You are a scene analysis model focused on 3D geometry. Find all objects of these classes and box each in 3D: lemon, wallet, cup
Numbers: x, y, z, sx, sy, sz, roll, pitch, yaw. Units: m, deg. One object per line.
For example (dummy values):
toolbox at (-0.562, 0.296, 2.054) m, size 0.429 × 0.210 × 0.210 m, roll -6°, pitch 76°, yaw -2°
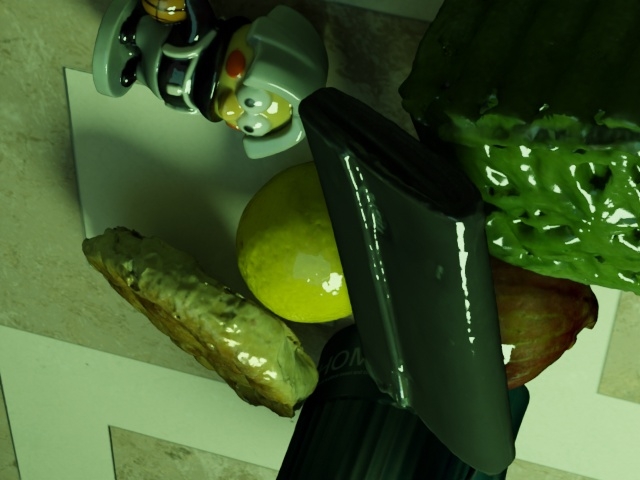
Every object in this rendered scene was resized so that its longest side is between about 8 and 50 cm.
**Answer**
lemon at (0.000, 0.000, 1.718) m, size 0.178 × 0.178 × 0.203 m, roll 39°, pitch 140°, yaw -16°
wallet at (0.090, 0.049, 1.519) m, size 0.228 × 0.062 × 0.406 m, roll 38°, pitch 155°, yaw 36°
cup at (0.099, 0.284, 1.873) m, size 0.308 × 0.292 × 0.242 m, roll 3°, pitch 134°, yaw 23°

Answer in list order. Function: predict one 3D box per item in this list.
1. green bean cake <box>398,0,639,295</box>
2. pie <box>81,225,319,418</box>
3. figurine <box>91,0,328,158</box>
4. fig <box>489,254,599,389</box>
green bean cake at (0.264, -0.085, 1.419) m, size 0.335 × 0.218 × 0.319 m, roll 10°, pitch 149°, yaw 41°
pie at (-0.139, 0.093, 1.848) m, size 0.339 × 0.083 × 0.339 m, roll 37°, pitch 169°, yaw 9°
figurine at (-0.105, -0.187, 1.611) m, size 0.236 × 0.133 × 0.176 m, roll 18°, pitch 140°, yaw 11°
fig at (0.206, 0.067, 1.698) m, size 0.205 × 0.205 × 0.205 m, roll 13°, pitch 137°, yaw 12°
